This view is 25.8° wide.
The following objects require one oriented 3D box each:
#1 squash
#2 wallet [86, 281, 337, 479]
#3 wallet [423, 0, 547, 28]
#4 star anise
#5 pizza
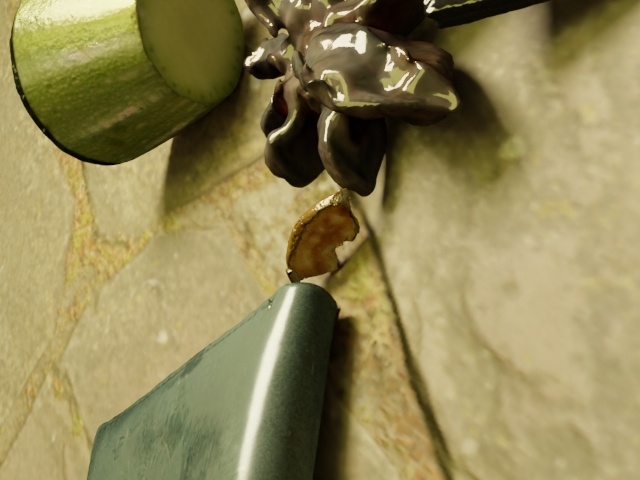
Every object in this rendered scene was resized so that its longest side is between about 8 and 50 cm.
[{"bbox_3d":[-0.137,-0.149,1.063,0.122,0.170,0.170,-11,60,39],"label":"squash"},{"bbox_3d":[-0.086,0.183,0.843,0.290,0.054,0.251,-39,35,50],"label":"wallet"},{"bbox_3d":[0.119,-0.226,0.760,0.124,0.025,0.244,-14,54,29],"label":"wallet"},{"bbox_3d":[0.006,-0.140,0.846,0.198,0.110,0.258,-36,48,45],"label":"star anise"},{"bbox_3d":[0.000,0.000,0.831,0.016,0.037,0.083,-83,16,-49],"label":"pizza"}]
